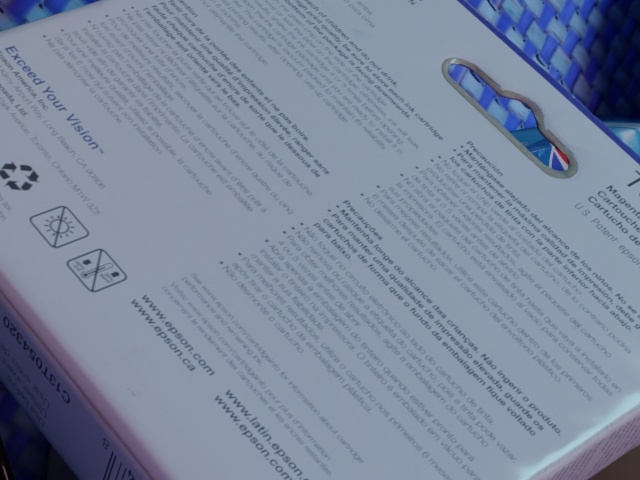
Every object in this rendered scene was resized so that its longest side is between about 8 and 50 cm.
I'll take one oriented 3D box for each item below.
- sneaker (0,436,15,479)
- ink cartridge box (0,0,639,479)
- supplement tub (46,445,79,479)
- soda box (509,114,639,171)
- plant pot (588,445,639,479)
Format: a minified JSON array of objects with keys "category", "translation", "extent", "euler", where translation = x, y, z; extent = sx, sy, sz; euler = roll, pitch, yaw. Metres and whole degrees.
[{"category":"sneaker","translation":[-0.188,0.165,0.707],"extent":[0.101,0.106,0.267],"euler":[-16,108,-41]},{"category":"ink cartridge box","translation":[0.000,0.000,0.730],"extent":[0.330,0.324,0.071],"euler":[-25,151,-37]},{"category":"supplement tub","translation":[-0.083,0.124,0.818],"extent":[0.107,0.071,0.071],"euler":[14,87,-43]},{"category":"soda box","translation":[0.143,-0.035,0.998],"extent":[0.210,0.071,0.067],"euler":[-14,106,-40]},{"category":"plant pot","translation":[0.229,0.156,0.917],"extent":[0.323,0.280,0.323],"euler":[-25,129,-35]}]
